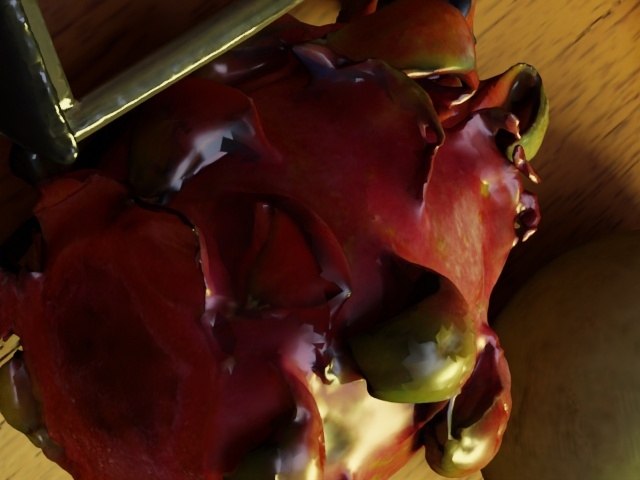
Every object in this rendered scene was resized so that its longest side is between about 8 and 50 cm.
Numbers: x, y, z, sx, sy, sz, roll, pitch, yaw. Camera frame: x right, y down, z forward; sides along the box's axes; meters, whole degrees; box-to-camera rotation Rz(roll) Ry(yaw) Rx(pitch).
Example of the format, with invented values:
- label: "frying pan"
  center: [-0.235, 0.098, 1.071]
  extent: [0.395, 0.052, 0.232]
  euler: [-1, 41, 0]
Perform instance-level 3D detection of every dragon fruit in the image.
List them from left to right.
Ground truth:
- label: "dragon fruit"
  center: [-0.005, -0.001, 0.750]
  extent: [0.307, 0.227, 0.243]
  euler: [-69, 162, 1]

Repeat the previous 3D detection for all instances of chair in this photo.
- label: "chair"
  center: [-0.150, -0.124, 0.611]
  extent: [0.272, 0.166, 0.188]
  euler: [-35, 130, -23]

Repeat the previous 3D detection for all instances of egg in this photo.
- label: "egg"
  center: [0.220, 0.102, 1.011]
  extent: [0.295, 0.218, 0.218]
  euler: [3, 109, -50]

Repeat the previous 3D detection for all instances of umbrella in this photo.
- label: "umbrella"
  center: [-0.141, 0.000, 0.787]
  extent: [0.149, 0.022, 0.022]
  euler: [-52, 158, 1]
